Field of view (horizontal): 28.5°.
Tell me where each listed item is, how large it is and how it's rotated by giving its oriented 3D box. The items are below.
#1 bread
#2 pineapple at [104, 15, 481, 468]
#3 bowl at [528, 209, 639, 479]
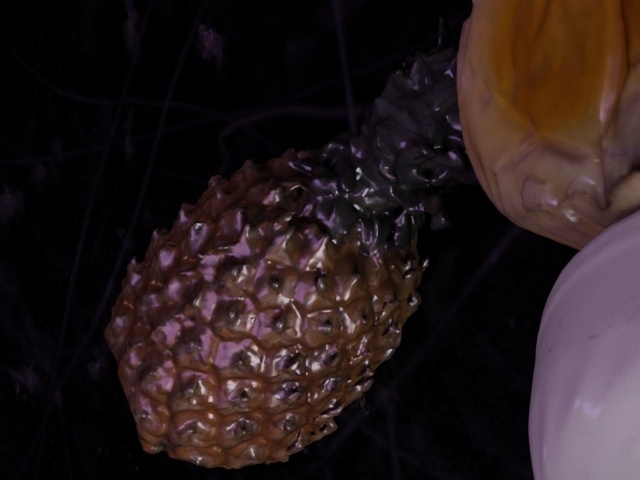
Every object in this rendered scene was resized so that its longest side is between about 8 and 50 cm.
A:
[{"bbox_3d":[0.241,-0.111,0.640,0.388,0.183,0.236,-26,62,53],"label":"bread"},{"bbox_3d":[0.000,0.000,0.899,0.362,0.202,0.202,-50,61,32],"label":"pineapple"},{"bbox_3d":[0.222,0.121,0.611,0.277,0.145,0.277,17,138,16],"label":"bowl"}]
